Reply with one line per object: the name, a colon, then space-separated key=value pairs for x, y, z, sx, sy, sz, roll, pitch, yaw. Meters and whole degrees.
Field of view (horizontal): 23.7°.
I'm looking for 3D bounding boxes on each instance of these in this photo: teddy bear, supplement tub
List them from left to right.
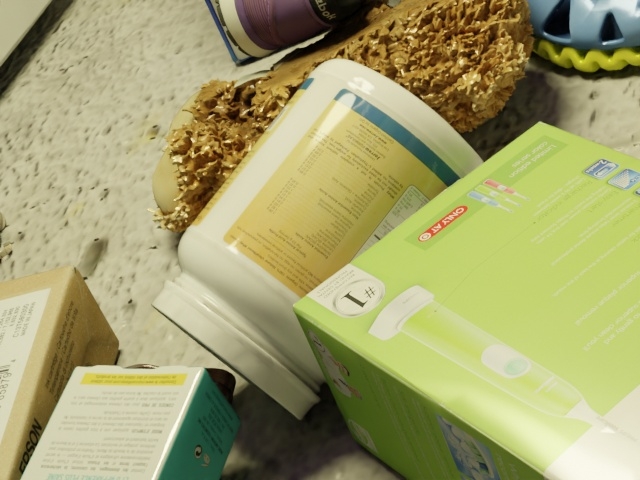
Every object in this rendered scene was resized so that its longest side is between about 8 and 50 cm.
supplement tub: x=0.000 y=0.000 z=0.978 sx=0.199 sy=0.144 sz=0.144 roll=-52 pitch=39 yaw=-6
teddy bear: x=0.015 y=-0.101 z=1.194 sx=0.338 sy=0.113 sz=0.245 roll=-29 pitch=22 yaw=2

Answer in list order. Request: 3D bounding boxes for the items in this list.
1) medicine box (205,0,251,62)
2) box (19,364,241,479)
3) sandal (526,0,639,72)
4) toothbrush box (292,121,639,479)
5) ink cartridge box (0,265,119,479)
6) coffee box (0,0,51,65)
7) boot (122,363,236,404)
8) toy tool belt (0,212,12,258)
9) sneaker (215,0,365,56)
medicine box: x=-0.083 y=-0.359 z=1.450 sx=0.149 sy=0.263 sz=0.289 roll=-23 pitch=33 yaw=3
box: x=-0.136 y=0.186 z=0.883 sx=0.101 sy=0.060 sz=0.244 roll=-2 pitch=47 yaw=29
sandal: x=0.182 y=-0.222 z=1.214 sx=0.317 sy=0.138 sz=0.126 roll=10 pitch=44 yaw=38
toothbrush box: x=0.155 y=0.069 z=0.840 sx=0.206 sy=0.122 sz=0.283 roll=-37 pitch=35 yaw=-19
ink cartridge box: x=-0.256 y=0.137 z=1.032 sx=0.193 sy=0.088 sz=0.234 roll=-13 pitch=36 yaw=14
coffee box: x=-0.512 y=-0.312 z=1.533 sx=0.338 sy=0.337 sz=0.334 roll=-7 pitch=36 yaw=26
boot: x=-0.113 y=0.134 z=0.997 sx=0.106 sy=0.037 sz=0.114 roll=-8 pitch=41 yaw=20
toy tool belt: x=-0.297 y=-0.015 z=1.299 sx=0.052 sy=0.051 sz=0.083 roll=-26 pitch=34 yaw=-3
sneaker: x=0.032 y=-0.250 z=1.246 sx=0.124 sy=0.107 sz=0.283 roll=-9 pitch=36 yaw=35
